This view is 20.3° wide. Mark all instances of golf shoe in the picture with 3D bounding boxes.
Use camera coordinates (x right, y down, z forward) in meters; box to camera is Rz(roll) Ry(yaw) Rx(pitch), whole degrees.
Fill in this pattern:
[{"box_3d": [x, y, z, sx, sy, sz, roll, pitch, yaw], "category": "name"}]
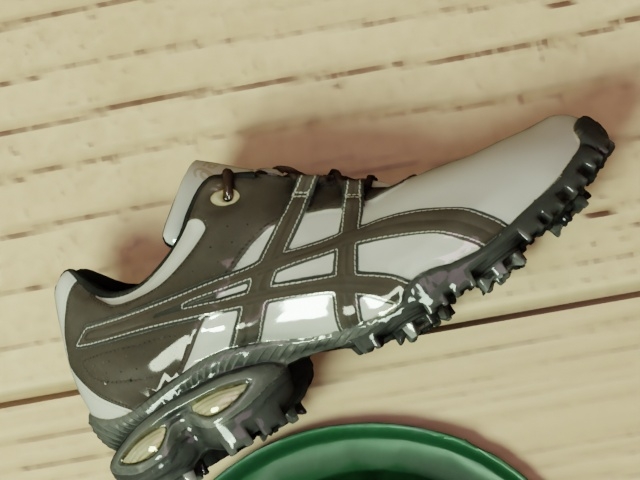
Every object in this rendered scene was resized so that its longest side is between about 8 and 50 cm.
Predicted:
[{"box_3d": [0.000, 0.000, 0.586, 0.198, 0.077, 0.094, -32, 83, 3], "category": "golf shoe"}]

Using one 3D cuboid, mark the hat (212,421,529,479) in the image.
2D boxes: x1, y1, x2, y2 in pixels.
[{"box_3d": [0.017, 0.158, 0.519, 0.173, 0.183, 0.208, -31, 84, 3], "category": "hat"}]
